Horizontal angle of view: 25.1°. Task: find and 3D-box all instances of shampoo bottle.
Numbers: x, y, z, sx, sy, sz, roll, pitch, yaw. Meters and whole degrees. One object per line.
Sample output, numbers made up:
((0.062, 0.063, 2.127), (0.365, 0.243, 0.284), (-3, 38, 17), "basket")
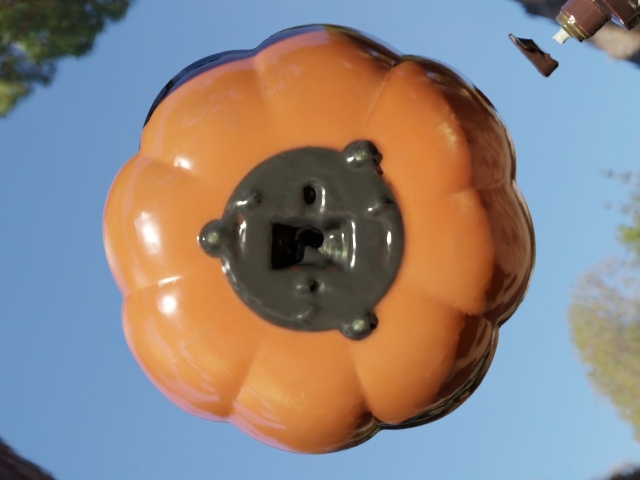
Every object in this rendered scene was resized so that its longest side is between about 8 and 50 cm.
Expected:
((0.248, -0.218, 1.104), (0.068, 0.067, 0.236), (41, -79, -20), "shampoo bottle")

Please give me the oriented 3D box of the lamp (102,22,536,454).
((0.000, 0.000, 0.633), (0.164, 0.187, 0.188), (53, -122, -86), "lamp")
